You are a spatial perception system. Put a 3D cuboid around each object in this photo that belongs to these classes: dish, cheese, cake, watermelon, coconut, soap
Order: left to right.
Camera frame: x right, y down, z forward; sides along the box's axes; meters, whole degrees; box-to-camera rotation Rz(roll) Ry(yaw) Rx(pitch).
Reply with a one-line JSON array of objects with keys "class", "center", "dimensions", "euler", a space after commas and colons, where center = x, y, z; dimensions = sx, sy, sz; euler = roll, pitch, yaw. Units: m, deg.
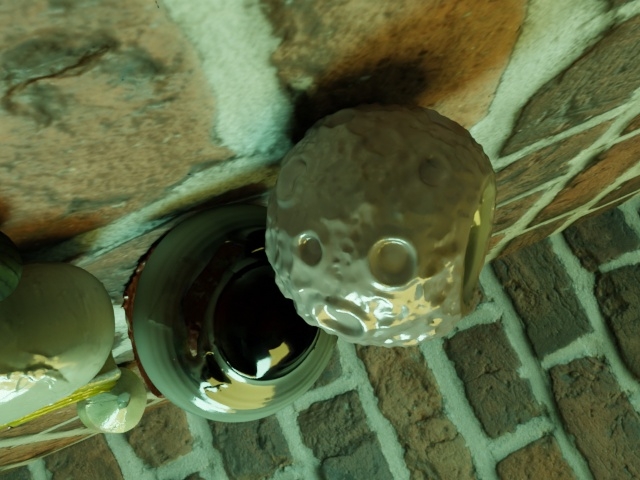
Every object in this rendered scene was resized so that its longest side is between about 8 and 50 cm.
[{"class": "watermelon", "center": [-0.309, 0.020, 0.652], "dimensions": [0.078, 0.078, 0.111], "euler": [-22, 167, -8]}, {"class": "cheese", "center": [-0.319, 0.104, 0.800], "dimensions": [0.189, 0.154, 0.198], "euler": [-15, 162, -24]}, {"class": "soap", "center": [-0.513, 0.277, 1.361], "dimensions": [0.257, 0.080, 0.160], "euler": [-16, 165, -31]}, {"class": "coconut", "center": [-0.474, 0.368, 1.684], "dimensions": [0.147, 0.147, 0.152], "euler": [-16, 172, -34]}, {"class": "cake", "center": [-0.175, 0.106, 1.033], "dimensions": [0.151, 0.177, 0.283], "euler": [-15, 164, -35]}, {"class": "dish", "center": [-0.070, 0.091, 0.873], "dimensions": [0.273, 0.273, 0.134], "euler": [-17, -170, -30]}]

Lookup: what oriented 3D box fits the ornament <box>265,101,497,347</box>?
[{"class": "ornament", "center": [0.058, -0.017, 0.777], "dimensions": [0.225, 0.259, 0.259], "euler": [13, -179, 20]}]
